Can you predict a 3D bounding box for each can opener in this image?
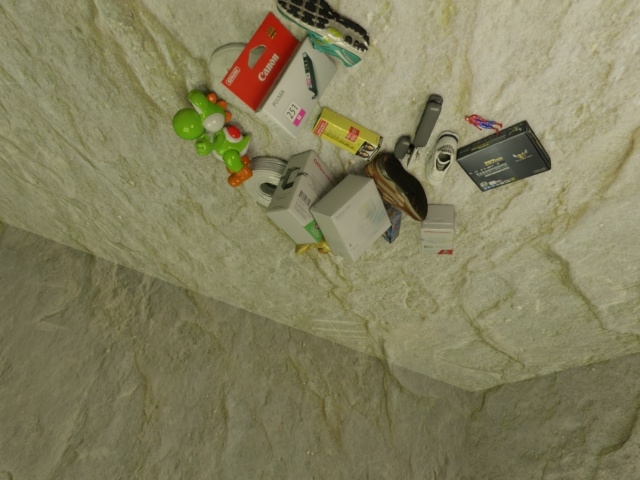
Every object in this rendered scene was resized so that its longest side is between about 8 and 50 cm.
[{"bbox_3d":[0.312,-0.341,1.335,0.093,0.074,0.280,18,148,-1],"label":"can opener"}]

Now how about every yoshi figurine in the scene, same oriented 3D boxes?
[{"bbox_3d":[-0.407,-0.365,1.524,0.203,0.203,0.362,5,142,33],"label":"yoshi figurine"}]

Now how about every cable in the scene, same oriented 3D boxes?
[{"bbox_3d":[-0.198,-0.231,1.725,0.256,0.089,0.257,12,148,7],"label":"cable"}]

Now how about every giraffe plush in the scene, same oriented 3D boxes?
[{"bbox_3d":[0.000,0.000,1.928,0.170,0.182,0.210,20,167,-27],"label":"giraffe plush"}]

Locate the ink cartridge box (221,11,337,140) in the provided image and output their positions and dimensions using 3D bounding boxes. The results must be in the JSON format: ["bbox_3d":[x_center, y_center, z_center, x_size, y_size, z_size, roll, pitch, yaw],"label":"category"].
[{"bbox_3d":[-0.104,-0.461,1.153,0.238,0.275,0.060,37,162,-31],"label":"ink cartridge box"}]

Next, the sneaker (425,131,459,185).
[{"bbox_3d":[0.403,-0.256,1.407,0.089,0.095,0.235,9,149,9],"label":"sneaker"}]

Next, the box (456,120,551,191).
[{"bbox_3d":[0.589,-0.263,1.341,0.232,0.059,0.183,-19,133,43],"label":"box"}]

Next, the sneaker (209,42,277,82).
[{"bbox_3d":[-0.232,-0.502,1.251,0.292,0.169,0.108,5,148,20],"label":"sneaker"}]

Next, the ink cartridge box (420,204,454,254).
[{"bbox_3d":[0.471,-0.043,1.666,0.128,0.128,0.176,3,146,16],"label":"ink cartridge box"}]

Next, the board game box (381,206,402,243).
[{"bbox_3d":[0.253,-0.094,1.681,0.194,0.060,0.194,43,165,8],"label":"board game box"}]

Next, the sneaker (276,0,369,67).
[{"bbox_3d":[-0.001,-0.562,1.121,0.275,0.107,0.110,28,155,-17],"label":"sneaker"}]

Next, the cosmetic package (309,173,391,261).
[{"bbox_3d":[0.117,-0.086,1.537,0.138,0.224,0.225,21,148,51],"label":"cosmetic package"}]

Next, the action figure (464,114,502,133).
[{"bbox_3d":[0.497,-0.358,1.270,0.115,0.030,0.038,19,153,0],"label":"action figure"}]

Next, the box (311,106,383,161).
[{"bbox_3d":[0.093,-0.361,1.419,0.232,0.058,0.087,25,148,-13],"label":"box"}]

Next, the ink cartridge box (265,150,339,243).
[{"bbox_3d":[-0.059,-0.162,1.582,0.121,0.290,0.211,-6,142,37],"label":"ink cartridge box"}]

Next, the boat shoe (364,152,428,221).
[{"bbox_3d":[0.285,-0.195,1.548,0.119,0.123,0.324,-9,134,47],"label":"boat shoe"}]
